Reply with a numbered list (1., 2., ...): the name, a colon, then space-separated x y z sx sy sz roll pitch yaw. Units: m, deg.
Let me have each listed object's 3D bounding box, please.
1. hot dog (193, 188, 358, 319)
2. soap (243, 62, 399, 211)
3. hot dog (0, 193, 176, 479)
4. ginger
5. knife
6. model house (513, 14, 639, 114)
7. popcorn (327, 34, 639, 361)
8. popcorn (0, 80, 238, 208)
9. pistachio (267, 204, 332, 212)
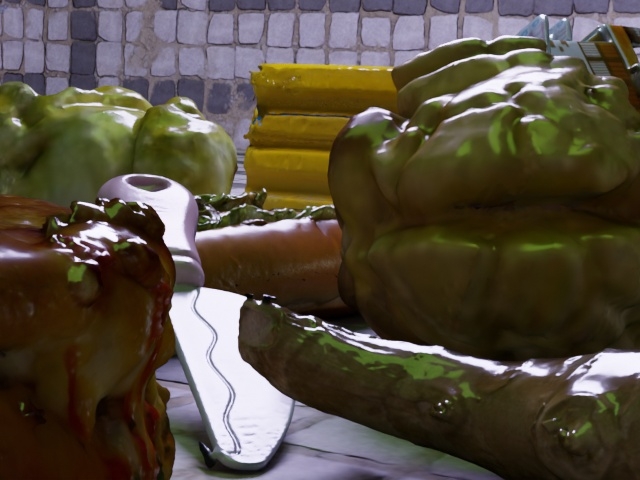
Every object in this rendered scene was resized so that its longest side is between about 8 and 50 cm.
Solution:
1. hot dog: -0.058 0.012 1.043 0.135 0.100 0.337 10 10 44
2. soap: 0.067 -0.099 1.606 0.324 0.204 0.096 7 -3 26
3. hot dog: -0.123 0.051 0.446 0.153 0.150 0.257 11 6 2
4. ginger: 0.118 0.080 0.615 0.333 0.081 0.148 6 3 23
5. knife: -0.069 0.044 0.803 0.081 0.043 0.336 2 26 -22
6. model house: 0.229 -0.094 1.355 0.215 0.198 0.224 -7 -23 -40
7. popcorn: 0.146 -0.012 0.880 0.332 0.225 0.265 18 7 22
8. popcorn: -0.199 -0.061 1.337 0.285 0.174 0.225 5 0 18
9. pistachio: 0.000 0.000 1.376 0.173 0.049 0.089 11 35 42
